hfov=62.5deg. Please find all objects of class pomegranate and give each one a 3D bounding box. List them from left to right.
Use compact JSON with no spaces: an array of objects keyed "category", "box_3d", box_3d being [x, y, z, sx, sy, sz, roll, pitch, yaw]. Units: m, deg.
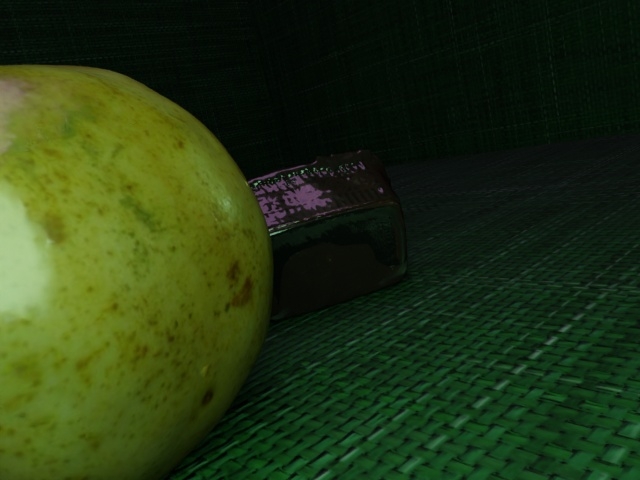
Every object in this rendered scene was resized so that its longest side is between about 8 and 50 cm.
[{"category":"pomegranate","box_3d":[-0.251,0.028,0.436,0.417,0.416,0.416,-12,11,2]}]

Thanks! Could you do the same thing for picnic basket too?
[{"category":"picnic basket","box_3d":[0.000,0.000,0.784,0.297,0.222,0.129,-16,28,-14]}]
